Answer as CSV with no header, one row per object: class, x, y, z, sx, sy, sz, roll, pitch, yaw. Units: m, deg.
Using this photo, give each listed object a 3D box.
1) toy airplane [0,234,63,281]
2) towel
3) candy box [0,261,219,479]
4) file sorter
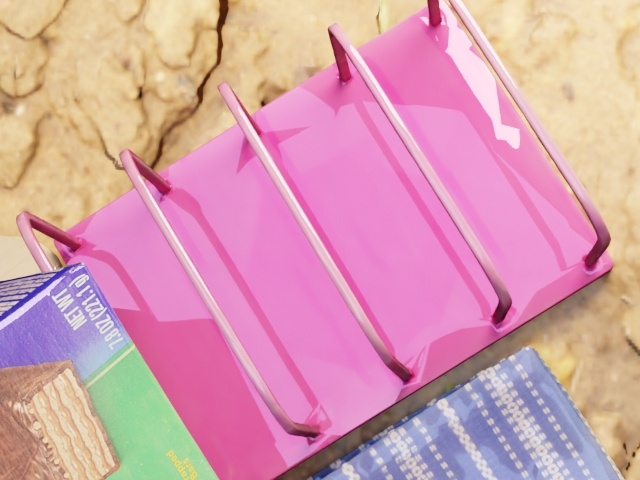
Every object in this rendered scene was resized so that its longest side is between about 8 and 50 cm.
toy airplane,-0.348,0.183,1.189,0.386,0.272,0.384,-11,48,18
towel,0.053,0.248,1.204,0.336,0.040,0.243,-33,83,7
candy box,-0.183,0.205,0.947,0.122,0.317,0.268,-15,110,50
file sorter,0.000,0.000,1.136,0.291,0.182,0.202,-32,82,1
